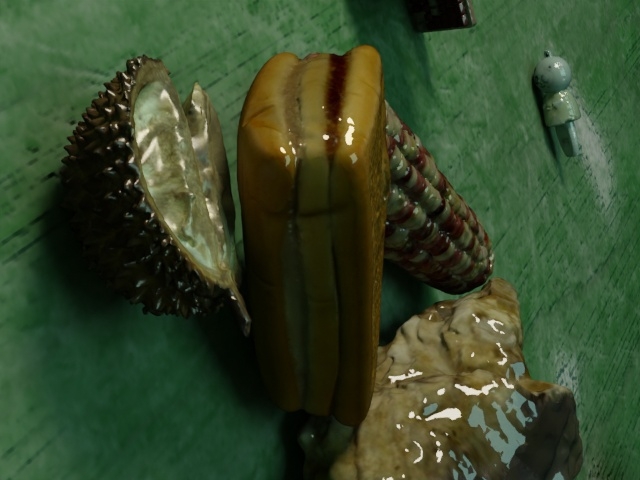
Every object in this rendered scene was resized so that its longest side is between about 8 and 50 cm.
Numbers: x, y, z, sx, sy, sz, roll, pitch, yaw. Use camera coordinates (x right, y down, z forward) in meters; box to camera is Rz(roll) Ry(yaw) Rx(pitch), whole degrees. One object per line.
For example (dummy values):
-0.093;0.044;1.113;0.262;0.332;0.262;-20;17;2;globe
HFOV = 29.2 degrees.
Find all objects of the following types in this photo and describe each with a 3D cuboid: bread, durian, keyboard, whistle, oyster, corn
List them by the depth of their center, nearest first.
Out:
-0.077;-0.011;0.568;0.110;0.071;0.140;5;61;-64;durian
0.000;0.000;0.641;0.116;0.077;0.200;-90;178;-49;bread
0.067;0.147;0.712;0.341;0.110;0.166;-46;114;-39;oyster
0.042;-0.030;0.771;0.237;0.079;0.080;41;47;-50;corn
0.068;-0.230;0.883;0.017;0.055;0.166;-33;115;-35;keyboard
0.217;-0.124;1.115;0.035;0.035;0.100;-32;109;-57;whistle
